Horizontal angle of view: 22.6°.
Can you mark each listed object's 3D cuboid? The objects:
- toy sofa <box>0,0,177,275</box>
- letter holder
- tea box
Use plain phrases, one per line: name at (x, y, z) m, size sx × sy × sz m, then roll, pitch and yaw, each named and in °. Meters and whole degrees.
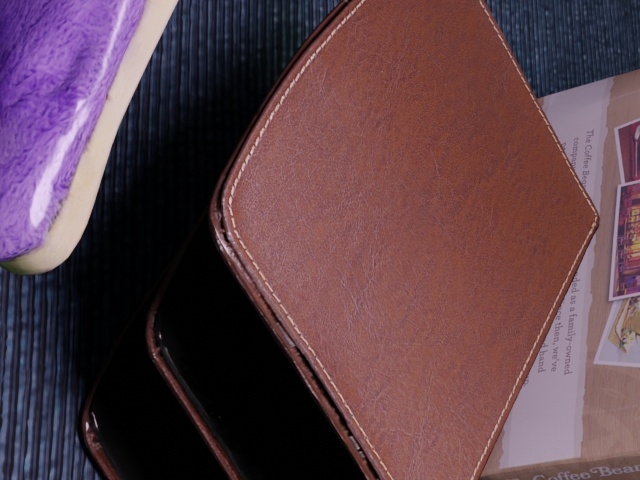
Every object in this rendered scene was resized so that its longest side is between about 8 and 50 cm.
toy sofa at (-0.127, -0.171, 0.585) m, size 0.150 × 0.177 × 0.363 m, roll 44°, pitch 64°, yaw -44°
letter holder at (0.000, 0.000, 0.829) m, size 0.214 × 0.152 × 0.302 m, roll 60°, pitch 36°, yaw -20°
tea box at (0.294, 0.086, 1.169) m, size 0.323 × 0.220 × 0.329 m, roll 46°, pitch 43°, yaw -39°
